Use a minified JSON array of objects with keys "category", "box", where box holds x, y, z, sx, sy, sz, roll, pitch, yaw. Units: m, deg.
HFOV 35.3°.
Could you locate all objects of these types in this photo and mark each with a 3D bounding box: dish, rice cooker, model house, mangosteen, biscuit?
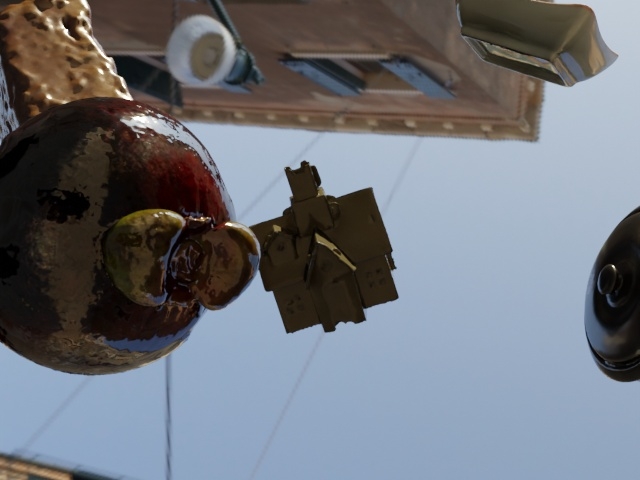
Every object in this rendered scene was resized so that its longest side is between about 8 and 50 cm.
[{"category":"dish","box":[0.279,-0.274,1.363,0.212,0.151,0.077,26,-93,35]},{"category":"rice cooker","box":[0.459,0.078,1.283,0.280,0.227,0.241,121,-21,-45]},{"category":"model house","box":[0.000,0.000,1.573,0.211,0.204,0.243,-18,-75,1]},{"category":"mangosteen","box":[-0.104,0.001,0.522,0.152,0.152,0.153,-3,-97,25]},{"category":"biscuit","box":[-0.354,-0.109,1.419,0.395,0.166,0.343,61,-30,35]}]
